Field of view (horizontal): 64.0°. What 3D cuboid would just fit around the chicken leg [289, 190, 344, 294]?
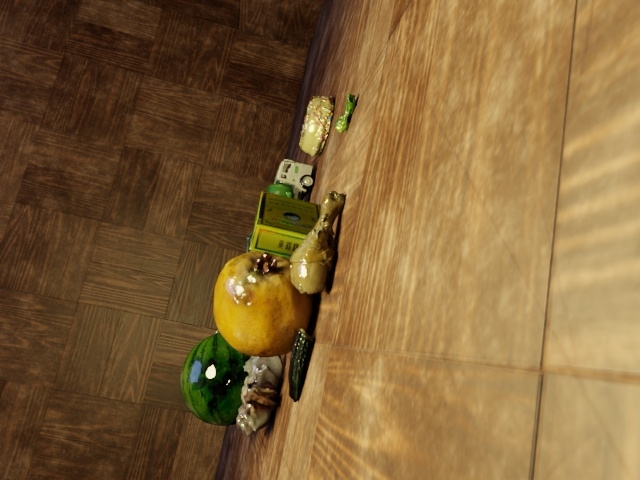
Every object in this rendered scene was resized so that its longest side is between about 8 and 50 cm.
[{"bbox_3d":[-0.003,-0.001,0.875,0.085,0.069,0.197,131,158,-69],"label":"chicken leg"}]

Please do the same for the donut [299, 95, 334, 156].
[{"bbox_3d":[-0.014,-0.316,1.402,0.174,0.068,0.174,-168,90,-82],"label":"donut"}]

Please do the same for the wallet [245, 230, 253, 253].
[{"bbox_3d":[-0.190,0.029,1.763,0.251,0.054,0.290,-56,-13,-44],"label":"wallet"}]

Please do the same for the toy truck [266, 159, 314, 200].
[{"bbox_3d":[-0.096,-0.098,1.420,0.101,0.125,0.242,134,149,-76],"label":"toy truck"}]

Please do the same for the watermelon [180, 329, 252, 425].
[{"bbox_3d":[-0.249,0.362,1.353,0.242,0.243,0.242,-167,90,-81],"label":"watermelon"}]

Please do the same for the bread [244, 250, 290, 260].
[{"bbox_3d":[-0.134,0.108,1.158,0.158,0.156,0.260,-64,0,-28],"label":"bread"}]

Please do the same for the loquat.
[{"bbox_3d":[-0.106,0.117,0.939,0.234,0.188,0.176,101,-173,-46],"label":"loquat"}]

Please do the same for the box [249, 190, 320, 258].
[{"bbox_3d":[-0.068,-0.031,1.082,0.220,0.141,0.064,-94,20,-66],"label":"box"}]

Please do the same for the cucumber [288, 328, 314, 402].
[{"bbox_3d":[-0.039,0.215,0.881,0.033,0.034,0.134,-127,50,-73],"label":"cucumber"}]

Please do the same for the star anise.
[{"bbox_3d":[-0.140,0.336,1.151,0.236,0.093,0.229,134,149,-83],"label":"star anise"}]

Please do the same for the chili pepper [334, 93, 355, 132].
[{"bbox_3d":[0.053,-0.255,1.026,0.030,0.034,0.091,57,144,29],"label":"chili pepper"}]
